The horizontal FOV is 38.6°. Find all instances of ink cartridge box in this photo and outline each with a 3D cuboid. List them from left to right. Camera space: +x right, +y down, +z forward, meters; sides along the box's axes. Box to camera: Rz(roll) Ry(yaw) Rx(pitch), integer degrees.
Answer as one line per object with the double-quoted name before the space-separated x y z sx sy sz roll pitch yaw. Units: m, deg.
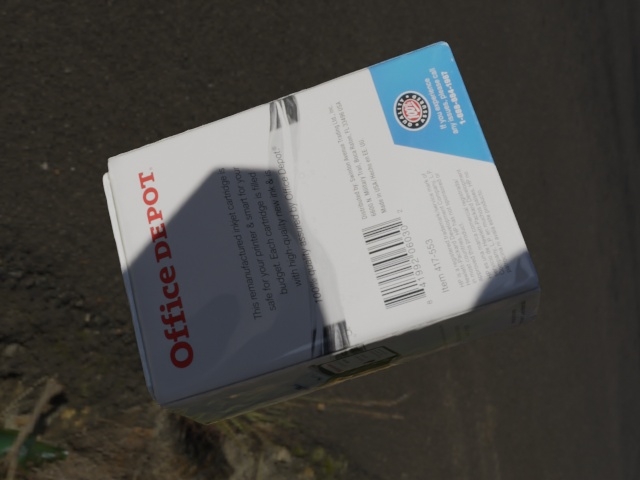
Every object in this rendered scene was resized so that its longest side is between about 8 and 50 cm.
"ink cartridge box" 0.000 0.000 0.479 0.082 0.191 0.139 55 18 -68
